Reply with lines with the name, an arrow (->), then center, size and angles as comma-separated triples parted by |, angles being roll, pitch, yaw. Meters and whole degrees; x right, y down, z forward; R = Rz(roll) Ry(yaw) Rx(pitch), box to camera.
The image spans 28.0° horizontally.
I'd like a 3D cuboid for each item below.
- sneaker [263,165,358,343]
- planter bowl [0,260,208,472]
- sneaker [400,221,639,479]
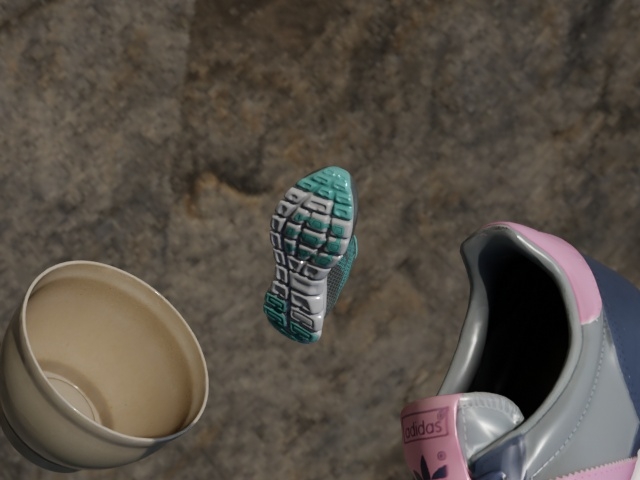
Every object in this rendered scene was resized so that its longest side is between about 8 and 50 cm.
sneaker -> 0.000, 0.000, 0.981 | 0.076, 0.065, 0.166 | -50, 164, -44
planter bowl -> -0.182, 0.113, 0.989 | 0.162, 0.162, 0.109 | 1, 142, -49
sneaker -> 0.070, 0.137, 0.549 | 0.131, 0.319, 0.112 | 39, 141, -28
